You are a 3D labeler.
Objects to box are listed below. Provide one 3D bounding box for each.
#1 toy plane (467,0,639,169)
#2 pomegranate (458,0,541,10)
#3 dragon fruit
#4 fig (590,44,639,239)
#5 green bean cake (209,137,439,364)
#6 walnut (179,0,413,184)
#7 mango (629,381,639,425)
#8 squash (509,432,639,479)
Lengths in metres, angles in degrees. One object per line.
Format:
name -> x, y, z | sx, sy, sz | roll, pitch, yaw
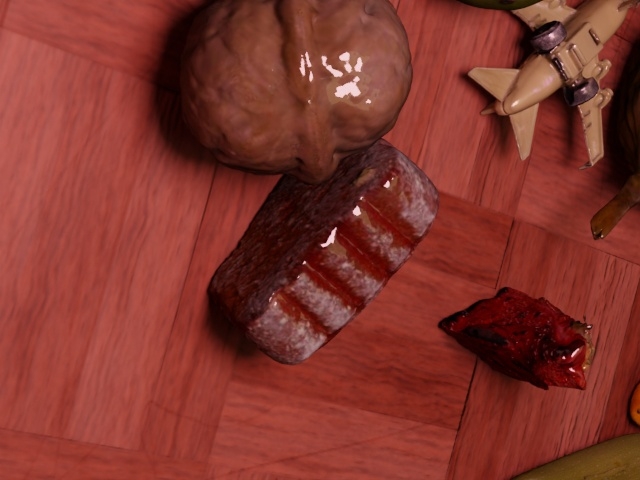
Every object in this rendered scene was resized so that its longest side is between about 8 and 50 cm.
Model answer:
toy plane -> 0.271, -0.209, 1.560 | 0.256, 0.104, 0.242 | -41, 105, -19
pomegranate -> 0.185, -0.345, 1.423 | 0.202, 0.202, 0.248 | 53, 35, -32
dragon fruit -> 0.226, 0.095, 1.513 | 0.122, 0.192, 0.092 | 36, 82, -22
fig -> 0.429, -0.099, 1.571 | 0.368, 0.286, 0.286 | -40, 120, -33
green bean cake -> 0.000, 0.000, 1.351 | 0.097, 0.198, 0.233 | 42, 87, -27
walnut -> -0.023, -0.149, 1.248 | 0.224, 0.224, 0.224 | -8, 102, -38
mango -> 0.423, 0.198, 1.782 | 0.089, 0.046, 0.060 | -49, 127, -37
squash -> 0.332, 0.291, 1.691 | 0.341, 0.094, 0.094 | -13, 106, -38
